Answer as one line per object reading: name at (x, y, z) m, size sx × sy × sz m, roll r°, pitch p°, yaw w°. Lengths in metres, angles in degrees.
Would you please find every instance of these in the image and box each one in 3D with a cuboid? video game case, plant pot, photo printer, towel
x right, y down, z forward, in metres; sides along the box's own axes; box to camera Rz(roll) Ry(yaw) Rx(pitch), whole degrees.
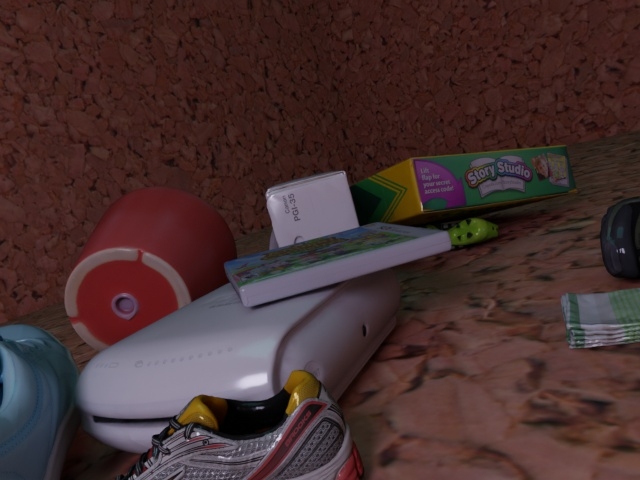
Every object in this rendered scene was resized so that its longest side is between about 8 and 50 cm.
video game case at (0.005, 0.018, 0.576) m, size 0.213 × 0.023 × 0.193 m, roll -15°, pitch 8°, yaw -13°
plant pot at (-0.296, 0.063, 0.900) m, size 0.275 × 0.274 × 0.243 m, roll -16°, pitch 18°, yaw 5°
photo printer at (-0.077, 0.112, 0.550) m, size 0.256 × 0.107 × 0.307 m, roll -12°, pitch 8°, yaw 28°
towel at (0.298, 0.057, 0.463) m, size 0.152 × 0.023 × 0.113 m, roll -13°, pitch 9°, yaw 24°

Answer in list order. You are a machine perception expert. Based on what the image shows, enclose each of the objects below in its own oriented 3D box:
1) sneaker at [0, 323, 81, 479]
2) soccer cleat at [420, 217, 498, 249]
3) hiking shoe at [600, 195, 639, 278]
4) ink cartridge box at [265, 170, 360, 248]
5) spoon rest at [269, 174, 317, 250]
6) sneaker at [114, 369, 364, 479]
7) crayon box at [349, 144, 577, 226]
sneaker at (-0.292, 0.129, 0.466) m, size 0.135 × 0.150 × 0.366 m, roll -9°, pitch 18°, yaw -24°
soccer cleat at (0.246, -0.006, 0.963) m, size 0.072 × 0.060 × 0.179 m, roll 8°, pitch -11°, yaw -31°
hiking shoe at (0.400, -0.018, 0.554) m, size 0.227 × 0.086 × 0.114 m, roll -19°, pitch 4°, yaw -26°
ink cartridge box at (0.000, 0.000, 0.831) m, size 0.117 × 0.207 × 0.283 m, roll -15°, pitch 8°, yaw 0°
spoon rest at (-0.048, -0.033, 1.068) m, size 0.137 × 0.084 × 0.276 m, roll -12°, pitch -37°, yaw -39°
sneaker at (-0.090, 0.151, 0.349) m, size 0.225 × 0.092 × 0.088 m, roll -18°, pitch 8°, yaw -7°
crayon box at (0.250, -0.091, 1.036) m, size 0.363 × 0.106 × 0.313 m, roll -9°, pitch -2°, yaw -25°
